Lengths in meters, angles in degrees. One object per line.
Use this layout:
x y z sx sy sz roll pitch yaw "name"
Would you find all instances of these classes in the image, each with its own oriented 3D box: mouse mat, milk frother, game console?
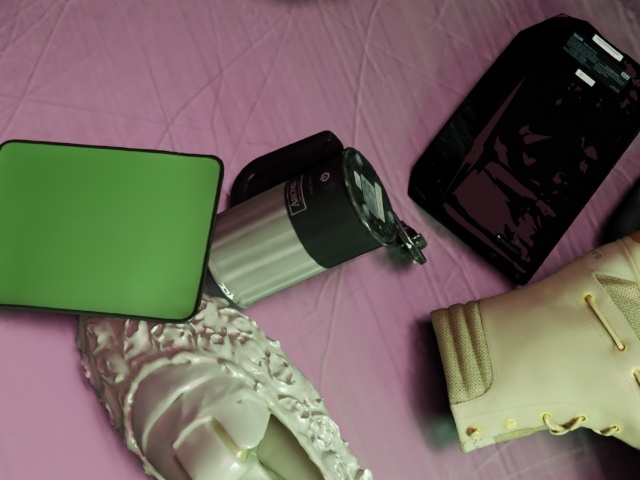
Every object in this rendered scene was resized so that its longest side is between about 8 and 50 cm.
-0.176 -0.009 1.279 0.189 0.007 0.153 5 61 6 "mouse mat"
0.000 0.000 1.318 0.134 0.129 0.143 -24 120 20 "milk frother"
0.267 -0.014 1.395 0.361 0.044 0.213 39 78 -3 "game console"

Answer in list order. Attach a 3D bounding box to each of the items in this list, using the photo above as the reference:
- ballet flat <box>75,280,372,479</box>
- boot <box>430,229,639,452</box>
-0.034 0.191 1.246 0.147 0.147 0.409 -43 92 -14 "ballet flat"
0.212 0.144 1.303 0.203 0.095 0.262 -20 79 6 "boot"
